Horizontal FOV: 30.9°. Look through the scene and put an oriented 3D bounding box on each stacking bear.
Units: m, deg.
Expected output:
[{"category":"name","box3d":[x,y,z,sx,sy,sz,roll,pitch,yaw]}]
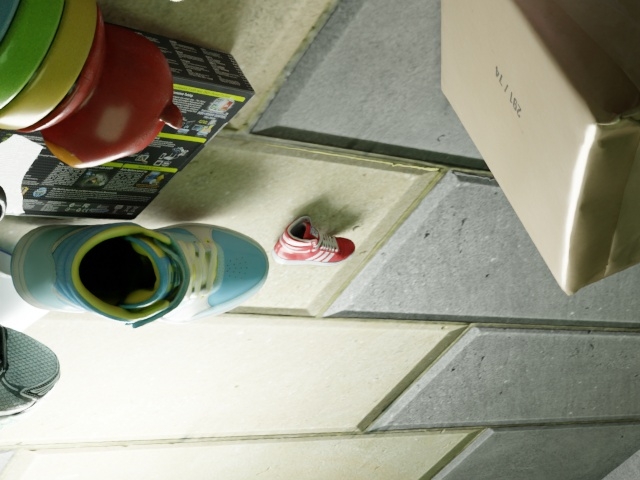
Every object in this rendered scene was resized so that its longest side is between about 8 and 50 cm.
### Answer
[{"category":"stacking bear","box3d":[-0.233,-0.147,0.866,0.289,0.175,0.164,28,85,-45]}]

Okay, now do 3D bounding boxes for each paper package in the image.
[{"category":"paper package","box3d":[0.259,-0.163,1.180,0.168,0.325,0.309,-20,147,-9]}]

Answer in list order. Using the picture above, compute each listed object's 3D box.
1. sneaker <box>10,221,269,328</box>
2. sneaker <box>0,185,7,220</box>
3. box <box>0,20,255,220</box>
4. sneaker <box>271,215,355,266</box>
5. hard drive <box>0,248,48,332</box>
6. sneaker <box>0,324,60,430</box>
[{"category":"sneaker","box3d":[-0.162,0.040,1.296,0.319,0.127,0.208,-2,-178,-33]},{"category":"sneaker","box3d":[-0.392,-0.009,1.014,0.295,0.147,0.104,-38,162,22]},{"category":"box","box3d":[-0.223,-0.111,1.129,0.216,0.060,0.270,-43,157,26]},{"category":"sneaker","box3d":[0.000,0.000,1.509,0.118,0.042,0.067,-5,146,-26]},{"category":"hard drive","box3d":[-0.481,0.110,1.341,0.318,0.040,0.210,-35,147,15]},{"category":"sneaker","box3d":[-0.402,0.108,1.226,0.146,0.134,0.343,-38,145,19]}]
